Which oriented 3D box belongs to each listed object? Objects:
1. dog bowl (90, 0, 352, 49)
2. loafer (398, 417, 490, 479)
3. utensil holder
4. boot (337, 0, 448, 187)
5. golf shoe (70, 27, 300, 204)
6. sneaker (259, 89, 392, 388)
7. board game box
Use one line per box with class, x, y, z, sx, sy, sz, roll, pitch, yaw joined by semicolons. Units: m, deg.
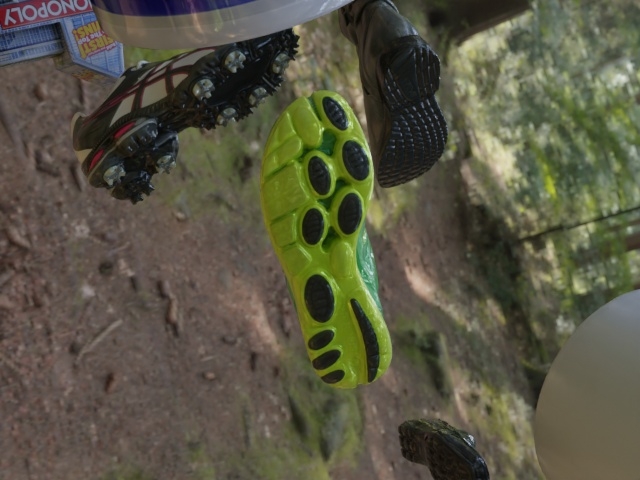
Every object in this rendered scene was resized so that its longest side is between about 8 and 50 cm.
dog bowl;-0.070;-0.260;0.744;0.265;0.265;0.104;-74;154;-51
loafer;0.172;0.275;1.207;0.223;0.078;0.076;-175;-105;-75
utensil holder;0.480;0.251;1.021;0.327;0.327;0.385;57;-13;-29
boot;0.071;-0.183;1.013;0.246;0.083;0.161;84;-16;-57
golf shoe;-0.151;-0.164;0.977;0.120;0.273;0.105;52;-2;30
sneaker;0.000;0.000;0.898;0.123;0.109;0.295;-116;-162;-69
board game box;-0.300;-0.256;1.018;0.194;0.060;0.194;-23;104;-33
